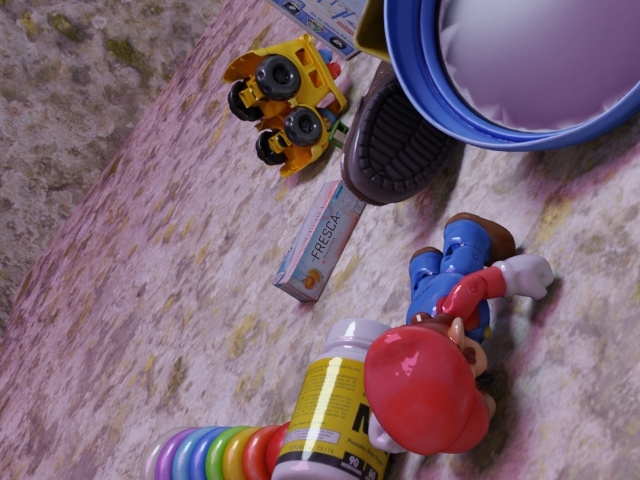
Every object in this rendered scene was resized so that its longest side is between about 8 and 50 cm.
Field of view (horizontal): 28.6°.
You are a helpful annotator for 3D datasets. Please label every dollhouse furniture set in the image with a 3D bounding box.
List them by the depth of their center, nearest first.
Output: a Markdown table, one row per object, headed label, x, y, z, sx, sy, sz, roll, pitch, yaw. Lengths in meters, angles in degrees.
| label | x | y | z | sx | sy | sz | roll | pitch | yaw |
| --- | --- | --- | --- | --- | --- | --- | --- | --- | --- |
| dollhouse furniture set | 0.076 | -0.178 | 1.974 | 0.152 | 0.059 | 0.076 | -19 | 42 | 61 |

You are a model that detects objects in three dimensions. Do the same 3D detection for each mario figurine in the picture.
| label | x | y | z | sx | sy | sz | roll | pitch | yaw |
| --- | --- | --- | --- | --- | --- | --- | --- | --- | --- |
| mario figurine | 0.145 | 0.116 | 1.316 | 0.320 | 0.170 | 0.198 | -67 | -18 | -55 |

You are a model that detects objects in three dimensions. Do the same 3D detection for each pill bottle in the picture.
| label | x | y | z | sx | sy | sz | roll | pitch | yaw |
| --- | --- | --- | --- | --- | --- | --- | --- | --- | --- |
| pill bottle | 0.029 | 0.198 | 1.407 | 0.119 | 0.119 | 0.208 | -33 | 31 | 50 |

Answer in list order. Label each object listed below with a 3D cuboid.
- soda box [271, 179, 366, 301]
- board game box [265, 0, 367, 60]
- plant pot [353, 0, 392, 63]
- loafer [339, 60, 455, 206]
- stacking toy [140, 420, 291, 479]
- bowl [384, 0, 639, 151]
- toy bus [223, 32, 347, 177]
| label | x | y | z | sx | sy | sz | roll | pitch | yaw |
| --- | --- | --- | --- | --- | --- | --- | --- | --- | --- |
| soda box | 0.000 | 0.000 | 1.882 | 0.183 | 0.058 | 0.063 | -62 | 20 | -16 |
| board game box | 0.018 | -0.487 | 2.220 | 0.302 | 0.308 | 0.086 | -25 | 36 | 56 |
| plant pot | 0.196 | -0.332 | 1.660 | 0.187 | 0.212 | 0.212 | -49 | -18 | -61 |
| loafer | 0.113 | -0.165 | 1.738 | 0.130 | 0.134 | 0.366 | -42 | 15 | 46 |
| stacking toy | -0.090 | 0.289 | 1.576 | 0.330 | 0.141 | 0.141 | -20 | 41 | 50 |
| bowl | 0.251 | -0.285 | 1.407 | 0.391 | 0.077 | 0.391 | -9 | 75 | 37 |
| toy bus | -0.031 | -0.250 | 2.211 | 0.211 | 0.220 | 0.149 | -30 | 1 | -34 |
